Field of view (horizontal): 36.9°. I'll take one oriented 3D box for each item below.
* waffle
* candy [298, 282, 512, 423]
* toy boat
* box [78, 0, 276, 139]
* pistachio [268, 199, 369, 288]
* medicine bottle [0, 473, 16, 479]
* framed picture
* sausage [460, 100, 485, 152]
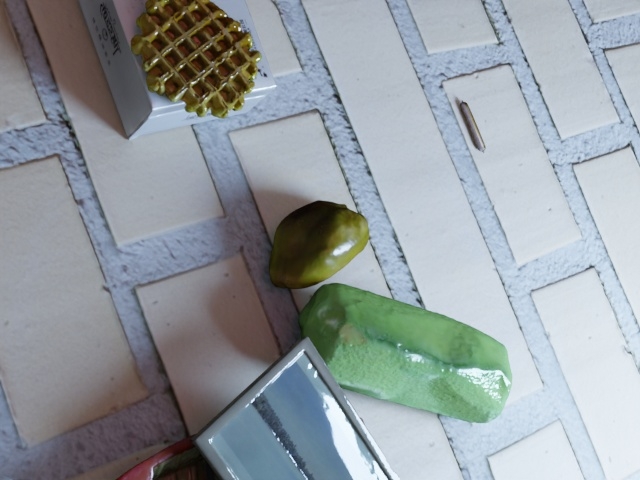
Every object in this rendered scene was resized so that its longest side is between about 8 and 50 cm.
[{"bbox_3d":[-0.167,-0.252,1.291,0.191,0.038,0.191,8,73,-27],"label":"waffle"},{"bbox_3d":[0.126,0.168,1.413,0.343,0.132,0.142,20,22,-25],"label":"candy"},{"bbox_3d":[-0.107,0.302,1.255,0.392,0.079,0.136,-3,78,-32],"label":"toy boat"},{"bbox_3d":[-0.213,-0.307,1.374,0.203,0.116,0.274,-18,85,-33],"label":"box"},{"bbox_3d":[0.001,0.001,1.402,0.189,0.110,0.100,-31,115,-32],"label":"pistachio"},{"bbox_3d":[-0.403,0.424,0.965,0.211,0.211,0.372,31,61,-18],"label":"medicine bottle"},{"bbox_3d":[-0.015,0.305,1.265,0.213,0.016,0.289,-40,105,-31],"label":"framed picture"},{"bbox_3d":[0.266,-0.199,1.673,0.015,0.015,0.100,-18,83,-33],"label":"sausage"}]
